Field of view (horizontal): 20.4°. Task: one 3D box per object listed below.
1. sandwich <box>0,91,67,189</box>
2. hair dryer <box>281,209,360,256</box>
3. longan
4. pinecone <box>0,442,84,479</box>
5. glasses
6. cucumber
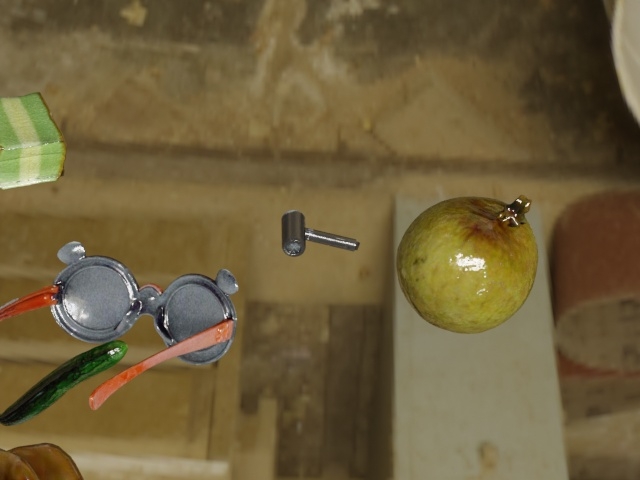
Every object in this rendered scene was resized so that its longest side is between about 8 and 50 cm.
[{"bbox_3d":[-0.305,-0.122,1.804,0.074,0.116,0.074,-10,151,-15],"label":"sandwich"},{"bbox_3d":[0.000,0.000,1.821,0.083,0.047,0.026,14,131,-15],"label":"hair dryer"},{"bbox_3d":[0.158,0.016,1.835,0.145,0.155,0.176,27,123,-15],"label":"longan"},{"bbox_3d":[-0.156,0.155,0.603,0.202,0.229,0.201,1,132,26],"label":"pinecone"},{"bbox_3d":[-0.236,0.086,1.861,0.234,0.268,0.118,11,102,21],"label":"glasses"},{"bbox_3d":[-0.285,0.155,1.957,0.184,0.036,0.033,-33,136,22],"label":"cucumber"}]
